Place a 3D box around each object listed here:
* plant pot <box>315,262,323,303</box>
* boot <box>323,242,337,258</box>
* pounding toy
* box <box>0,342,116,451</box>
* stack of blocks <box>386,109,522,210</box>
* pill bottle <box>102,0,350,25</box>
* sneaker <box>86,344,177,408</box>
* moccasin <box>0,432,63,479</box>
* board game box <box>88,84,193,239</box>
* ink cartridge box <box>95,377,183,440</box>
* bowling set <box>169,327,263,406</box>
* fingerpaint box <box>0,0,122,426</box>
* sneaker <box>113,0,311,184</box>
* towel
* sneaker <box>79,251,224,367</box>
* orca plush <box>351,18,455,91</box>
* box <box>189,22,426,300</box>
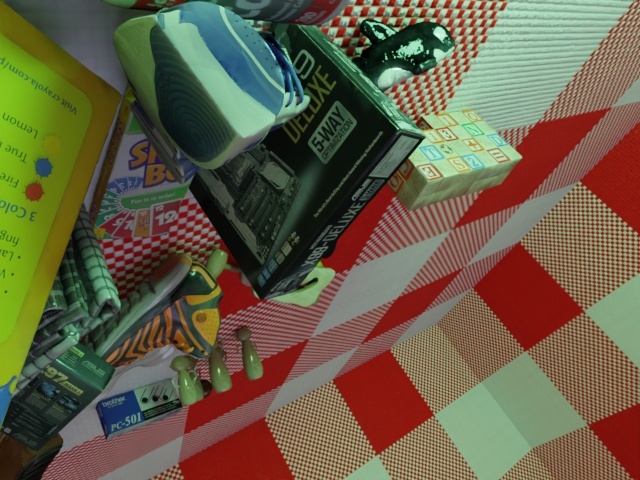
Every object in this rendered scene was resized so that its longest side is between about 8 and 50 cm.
[{"bbox_3d":[-0.045,0.085,1.102,0.095,0.134,0.134,-60,155,-5],"label":"plant pot"},{"bbox_3d":[0.000,0.001,1.084,0.099,0.045,0.121,-10,138,-46],"label":"boot"},{"bbox_3d":[-0.110,0.032,0.951,0.269,0.155,0.154,18,100,-40],"label":"pounding toy"},{"bbox_3d":[-0.472,0.201,0.675,0.183,0.059,0.232,-42,109,16],"label":"box"},{"bbox_3d":[0.263,-0.181,0.939,0.297,0.171,0.087,-17,150,-32],"label":"stack of blocks"},{"bbox_3d":[-0.107,-0.267,0.346,0.283,0.161,0.161,-16,149,-35],"label":"pill bottle"},{"bbox_3d":[-0.453,0.235,0.906,0.305,0.114,0.152,-33,136,-5],"label":"sneaker"},{"bbox_3d":[-0.754,0.549,1.036,0.380,0.147,0.139,-52,165,25],"label":"moccasin"},{"bbox_3d":[-0.242,-0.100,0.628,0.124,0.039,0.259,-6,140,-46],"label":"board game box"},{"bbox_3d":[-0.502,0.467,1.225,0.207,0.097,0.046,-7,143,-46],"label":"ink cartridge box"},{"bbox_3d":[-0.331,0.367,1.252,0.199,0.154,0.287,-30,164,37],"label":"bowling set"},{"bbox_3d":[-0.369,-0.037,0.205,0.445,0.163,0.371,39,61,-64],"label":"fingerpaint box"},{"bbox_3d":[-0.088,-0.161,0.442,0.182,0.128,0.315,-38,-164,-17],"label":"sneaker"},{"bbox_3d":[-0.394,0.063,0.495,0.283,0.235,0.121,-35,149,0],"label":"towel"},{"bbox_3d":[-0.308,0.190,0.816,0.321,0.124,0.180,-43,119,-7],"label":"sneaker"},{"bbox_3d":[0.072,-0.280,0.675,0.287,0.102,0.151,-26,-160,3],"label":"orca plush"},{"bbox_3d":[-0.044,-0.108,0.605,0.076,0.242,0.307,-8,145,-52],"label":"box"}]
